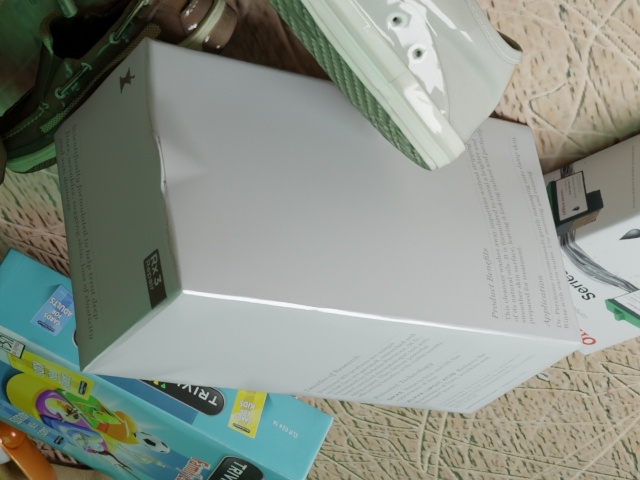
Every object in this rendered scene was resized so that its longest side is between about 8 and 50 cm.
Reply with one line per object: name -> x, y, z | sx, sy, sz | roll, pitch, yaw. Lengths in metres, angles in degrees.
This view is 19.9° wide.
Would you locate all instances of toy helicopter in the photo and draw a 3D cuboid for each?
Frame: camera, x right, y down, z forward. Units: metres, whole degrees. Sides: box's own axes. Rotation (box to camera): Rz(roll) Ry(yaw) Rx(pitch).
toy helicopter -> -0.353, 0.252, 2.023 | 0.355, 0.140, 0.235 | 15, 137, -31

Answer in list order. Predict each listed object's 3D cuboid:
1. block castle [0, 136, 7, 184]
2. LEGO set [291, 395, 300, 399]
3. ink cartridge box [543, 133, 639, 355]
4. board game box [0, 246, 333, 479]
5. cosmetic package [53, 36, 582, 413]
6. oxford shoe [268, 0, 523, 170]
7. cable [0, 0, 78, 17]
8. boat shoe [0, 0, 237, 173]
block castle -> -0.496, -0.051, 1.393 | 0.453, 0.303, 0.213 | -14, 106, 18
LEGO set -> -0.052, 0.112, 1.805 | 0.132, 0.107, 0.287 | 26, 165, 36
ink cartridge box -> 0.270, 0.000, 1.572 | 0.219, 0.093, 0.160 | -25, 135, 36
board game box -> -0.181, 0.159, 1.757 | 0.336, 0.079, 0.254 | 28, 154, -3
cosmetic package -> 0.000, 0.000, 1.428 | 0.385, 0.217, 0.156 | 10, 147, -32
oxford shoe -> 0.000, -0.233, 1.259 | 0.130, 0.169, 0.449 | -43, 125, -3
cable -> -0.263, -0.277, 1.308 | 0.139, 0.072, 0.287 | 13, 136, 20
boat shoe -> -0.185, -0.146, 1.442 | 0.257, 0.095, 0.095 | -30, 120, 30
